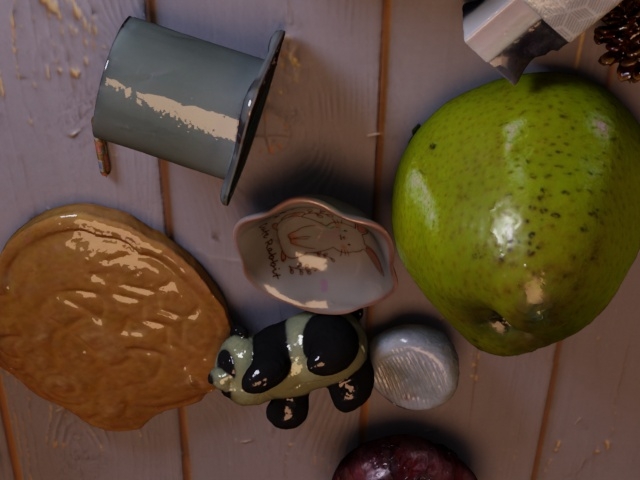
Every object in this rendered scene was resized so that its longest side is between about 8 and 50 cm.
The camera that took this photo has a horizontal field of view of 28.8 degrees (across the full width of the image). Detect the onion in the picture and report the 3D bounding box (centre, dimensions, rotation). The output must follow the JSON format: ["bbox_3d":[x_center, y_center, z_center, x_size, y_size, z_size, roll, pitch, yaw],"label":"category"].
[{"bbox_3d":[0.125,0.422,1.899,0.252,0.219,0.252,-2,123,-3],"label":"onion"}]

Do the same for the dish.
[{"bbox_3d":[0.000,0.000,1.642,0.229,0.081,0.229,9,139,8],"label":"dish"}]

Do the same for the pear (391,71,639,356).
[{"bbox_3d":[0.228,-0.018,1.481,0.342,0.318,0.238,-33,124,24],"label":"pear"}]

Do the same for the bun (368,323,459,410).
[{"bbox_3d":[0.135,0.176,1.787,0.141,0.083,0.141,8,123,12],"label":"bun"}]

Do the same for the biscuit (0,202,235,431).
[{"bbox_3d":[-0.312,0.122,1.787,0.365,0.062,0.385,-29,121,25],"label":"biscuit"}]

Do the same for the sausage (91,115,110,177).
[{"bbox_3d":[-0.285,-0.123,1.616,0.015,0.015,0.100,1,128,4],"label":"sausage"}]

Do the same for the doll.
[{"bbox_3d":[-0.038,0.174,1.742,0.234,0.135,0.143,-20,137,6],"label":"doll"}]

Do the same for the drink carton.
[{"bbox_3d":[-0.162,-0.161,1.474,0.190,0.185,0.191,15,130,-5],"label":"drink carton"}]

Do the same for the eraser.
[{"bbox_3d":[0.330,-0.336,1.346,0.096,0.098,0.404,36,123,-23],"label":"eraser"}]

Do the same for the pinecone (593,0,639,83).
[{"bbox_3d":[0.361,-0.240,1.420,0.102,0.102,0.109,-10,134,12],"label":"pinecone"}]
